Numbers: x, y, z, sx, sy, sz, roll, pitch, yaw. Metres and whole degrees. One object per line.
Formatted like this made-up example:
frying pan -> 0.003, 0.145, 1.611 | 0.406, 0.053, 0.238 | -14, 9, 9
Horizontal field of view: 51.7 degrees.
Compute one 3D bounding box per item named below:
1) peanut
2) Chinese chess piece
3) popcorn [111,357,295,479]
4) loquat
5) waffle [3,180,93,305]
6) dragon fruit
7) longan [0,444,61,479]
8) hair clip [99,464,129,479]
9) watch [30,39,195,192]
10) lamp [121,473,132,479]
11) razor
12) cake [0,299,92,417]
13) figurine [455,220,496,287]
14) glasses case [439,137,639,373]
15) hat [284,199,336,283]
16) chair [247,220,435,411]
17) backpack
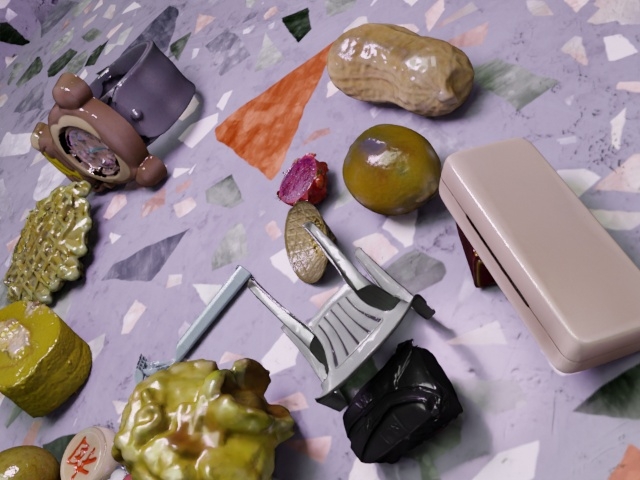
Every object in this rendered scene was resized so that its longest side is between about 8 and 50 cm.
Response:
peanut -> 0.150, -0.321, 1.212 | 0.291, 0.143, 0.159 | 23, 67, 38
Chinese chess piece -> -0.408, 0.394, 1.181 | 0.122, 0.051, 0.122 | -18, 51, 24
popcorn -> -0.165, 0.295, 0.962 | 0.257, 0.224, 0.271 | 0, 51, 17
loquat -> 0.121, -0.114, 1.091 | 0.195, 0.152, 0.152 | 32, 82, 36
waffle -> -0.652, 0.004, 1.584 | 0.297, 0.073, 0.317 | -16, 63, 33
dragon fruit -> -0.022, -0.103, 1.238 | 0.112, 0.068, 0.126 | -51, 35, 4
longan -> -0.535, 0.453, 1.183 | 0.155, 0.176, 0.145 | -60, 0, 16
hair clip -> -0.360, 0.467, 1.086 | 0.116, 0.049, 0.172 | -16, 55, 4
watch -> -0.486, -0.318, 1.603 | 0.335, 0.314, 0.327 | -13, 41, 42
lamp -> -0.276, 0.416, 1.042 | 0.107, 0.092, 0.108 | 3, 98, 24
razor -> -0.230, 0.157, 1.222 | 0.278, 0.056, 0.111 | -44, 9, -5
cake -> -0.597, 0.232, 1.361 | 0.260, 0.156, 0.179 | 23, 60, 38
figurine -> 0.258, 0.004, 0.965 | 0.098, 0.082, 0.154 | -13, 51, 2
glasses case -> 0.290, 0.005, 0.869 | 0.143, 0.076, 0.337 | -14, 52, -14
hat -> 0.000, 0.000, 1.159 | 0.146, 0.067, 0.146 | 16, 110, 55
chair -> 0.030, 0.113, 0.960 | 0.203, 0.190, 0.274 | -48, 48, 0
backpack -> 0.108, 0.227, 0.890 | 0.165, 0.105, 0.120 | -49, 38, 28
